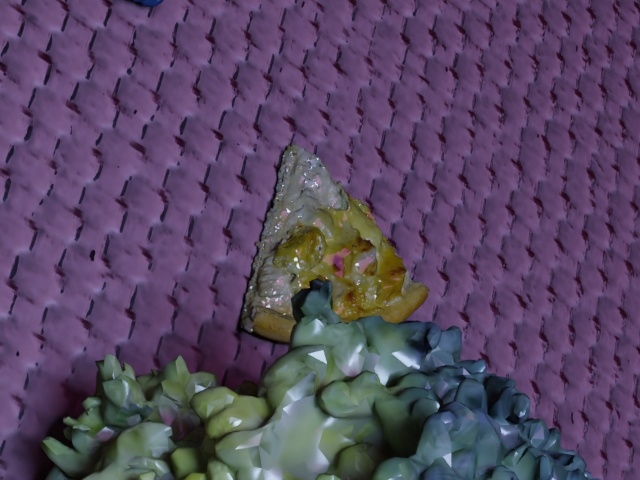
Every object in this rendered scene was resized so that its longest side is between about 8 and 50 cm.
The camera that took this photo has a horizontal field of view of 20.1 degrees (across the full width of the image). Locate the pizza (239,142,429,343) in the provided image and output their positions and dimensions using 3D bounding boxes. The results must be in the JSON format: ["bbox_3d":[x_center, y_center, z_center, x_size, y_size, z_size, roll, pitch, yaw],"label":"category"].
[{"bbox_3d":[0.000,0.000,0.902,0.123,0.026,0.108,-9,77,-43],"label":"pizza"}]

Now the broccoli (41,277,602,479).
[{"bbox_3d":[0.011,0.210,0.681,0.348,0.281,0.293,-103,171,-61],"label":"broccoli"}]

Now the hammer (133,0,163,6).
[{"bbox_3d":[-0.080,-0.209,0.893,0.116,0.069,0.194,11,74,-39],"label":"hammer"}]
